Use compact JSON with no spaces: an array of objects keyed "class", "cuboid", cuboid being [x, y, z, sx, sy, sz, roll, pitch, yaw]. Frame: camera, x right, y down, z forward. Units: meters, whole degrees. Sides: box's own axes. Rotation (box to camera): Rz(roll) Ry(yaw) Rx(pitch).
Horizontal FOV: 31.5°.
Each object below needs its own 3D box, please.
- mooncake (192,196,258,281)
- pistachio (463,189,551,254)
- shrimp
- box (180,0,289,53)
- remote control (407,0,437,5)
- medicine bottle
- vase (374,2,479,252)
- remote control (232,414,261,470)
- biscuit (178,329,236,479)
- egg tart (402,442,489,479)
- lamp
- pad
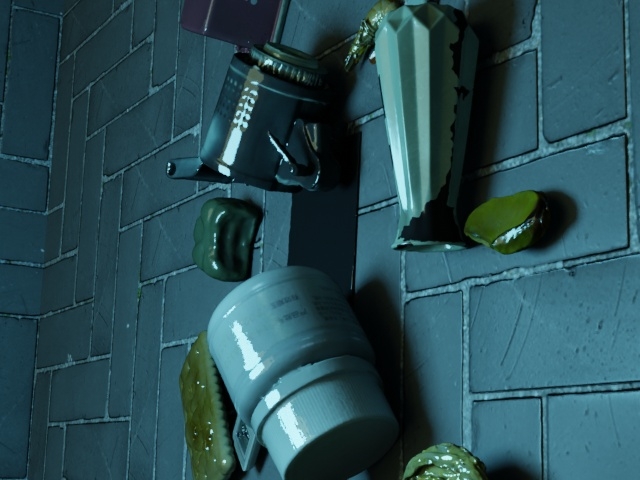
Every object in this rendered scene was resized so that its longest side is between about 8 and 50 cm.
[{"class":"mooncake","cuboid":[-0.193,-0.001,2.321,0.168,0.104,0.175,-31,60,47]},{"class":"pistachio","cuboid":[0.266,-0.018,1.577,0.173,0.049,0.090,-11,50,61]},{"class":"shrimp","cuboid":[0.096,-0.345,1.976,0.095,0.045,0.162,51,124,26]},{"class":"box","cuboid":[-0.170,-0.535,2.349,0.193,0.167,0.294,31,109,60]},{"class":"remote control","cuboid":[0.169,-0.423,1.867,0.065,0.029,0.166,-4,79,61]},{"class":"medicine bottle","cuboid":[-0.027,0.220,1.829,0.245,0.245,0.306,-58,46,35]},{"class":"vase","cuboid":[0.162,-0.166,1.705,0.165,0.165,0.360,-11,78,59]},{"class":"remote control","cuboid":[-0.102,0.282,2.142,0.109,0.055,0.313,-121,43,-56]},{"class":"biscuit","cuboid":[-0.241,0.370,2.341,0.217,0.044,0.325,122,143,-48]},{"class":"egg tart","cuboid":[0.181,0.421,1.546,0.288,0.118,0.288,-23,63,59]},{"class":"lamp","cuboid":[-0.100,-0.229,2.098,0.374,0.205,0.272,9,93,44]},{"class":"pad","cuboid":[0.000,0.000,2.079,0.247,0.007,0.368,-13,71,59]}]
